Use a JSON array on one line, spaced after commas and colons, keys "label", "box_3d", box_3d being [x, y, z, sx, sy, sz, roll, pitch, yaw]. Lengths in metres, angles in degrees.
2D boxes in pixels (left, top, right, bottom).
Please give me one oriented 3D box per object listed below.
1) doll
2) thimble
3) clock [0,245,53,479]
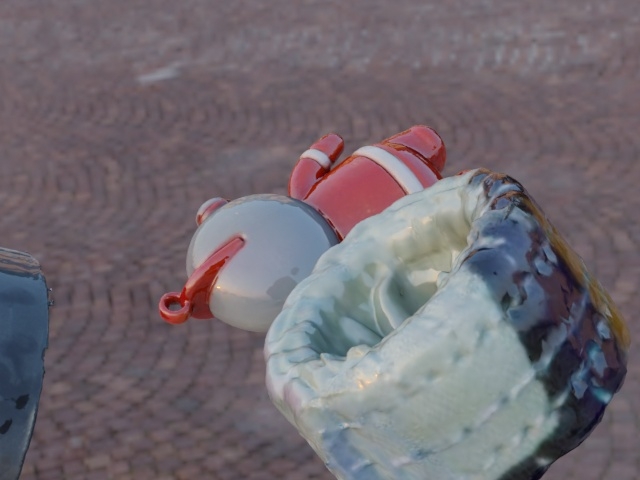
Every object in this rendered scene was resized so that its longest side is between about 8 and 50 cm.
[{"label": "doll", "box_3d": [0.000, 0.000, 1.367, 0.336, 0.105, 0.200, -27, 56, -27]}, {"label": "thimble", "box_3d": [0.075, 0.074, 0.991, 0.237, 0.150, 0.237, -35, 19, 14]}, {"label": "clock", "box_3d": [-0.367, 0.181, 1.423, 0.076, 0.386, 0.386, 20, 9, -26]}]
